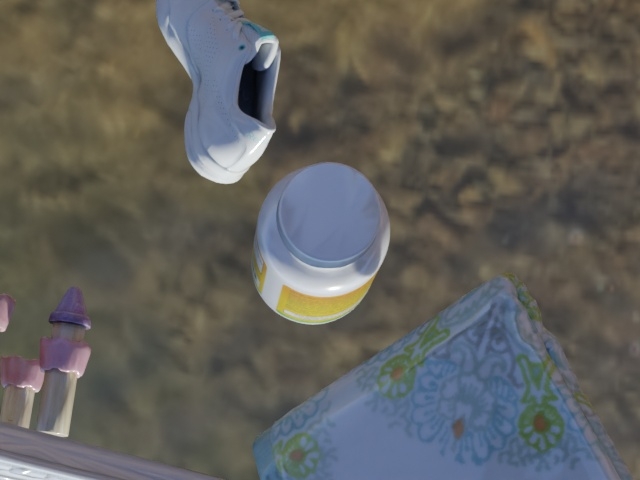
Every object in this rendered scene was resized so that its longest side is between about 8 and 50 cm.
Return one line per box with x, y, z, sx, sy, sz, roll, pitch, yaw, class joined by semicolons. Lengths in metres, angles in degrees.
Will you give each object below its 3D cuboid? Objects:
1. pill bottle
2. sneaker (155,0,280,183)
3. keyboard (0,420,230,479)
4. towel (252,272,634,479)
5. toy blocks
0.000;0.000;1.668;0.136;0.136;0.246;15;166;-1;pill bottle
-0.071;-0.157;1.292;0.080;0.212;0.094;5;152;-38;sneaker
-0.114;0.053;0.420;0.072;0.014;0.256;-15;153;42;keyboard
0.137;0.268;1.478;0.320;0.090;0.374;-34;72;20;towel
-0.471;0.111;2.079;0.308;0.260;0.288;13;166;-22;toy blocks
